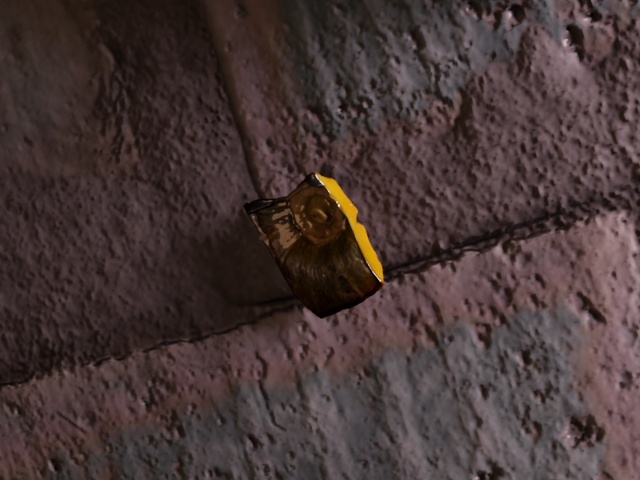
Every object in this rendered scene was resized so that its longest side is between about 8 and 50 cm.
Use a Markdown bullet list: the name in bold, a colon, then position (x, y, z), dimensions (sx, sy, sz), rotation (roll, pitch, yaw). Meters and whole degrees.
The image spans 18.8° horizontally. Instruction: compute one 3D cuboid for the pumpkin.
- **pumpkin**: position (0.000, 0.002, 1.338), dimensions (0.073, 0.035, 0.101), rotation (-31, 86, 32)
